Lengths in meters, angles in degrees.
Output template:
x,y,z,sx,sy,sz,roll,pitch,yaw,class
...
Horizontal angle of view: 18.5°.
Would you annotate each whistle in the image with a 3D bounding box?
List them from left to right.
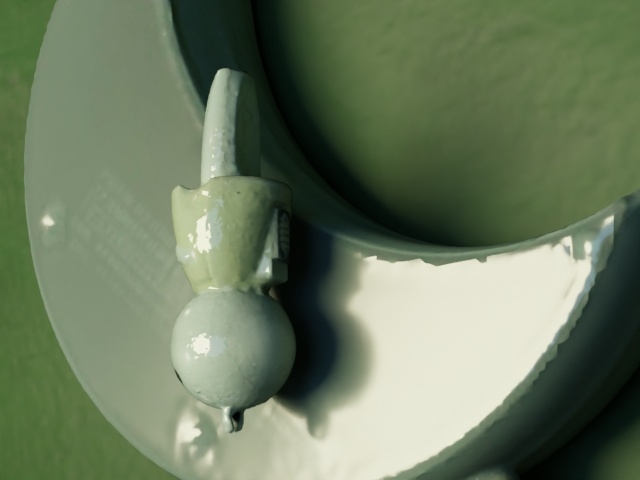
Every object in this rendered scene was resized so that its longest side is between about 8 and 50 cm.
x,y,z,sx,sy,sz,roll,pitch,yaw,class
-0.024,0.003,0.538,0.035,0.035,0.100,-7,77,34,whistle

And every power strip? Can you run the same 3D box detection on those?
x,y,z,sx,sy,sz,roll,pitch,yaw,class
0.000,0.000,0.576,0.253,0.054,0.167,45,111,32,power strip
